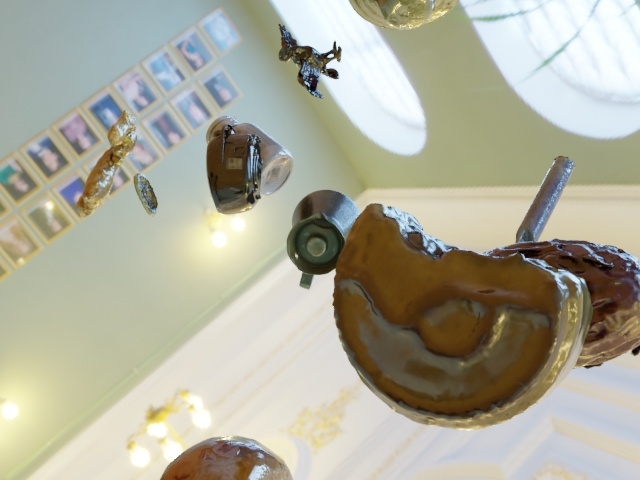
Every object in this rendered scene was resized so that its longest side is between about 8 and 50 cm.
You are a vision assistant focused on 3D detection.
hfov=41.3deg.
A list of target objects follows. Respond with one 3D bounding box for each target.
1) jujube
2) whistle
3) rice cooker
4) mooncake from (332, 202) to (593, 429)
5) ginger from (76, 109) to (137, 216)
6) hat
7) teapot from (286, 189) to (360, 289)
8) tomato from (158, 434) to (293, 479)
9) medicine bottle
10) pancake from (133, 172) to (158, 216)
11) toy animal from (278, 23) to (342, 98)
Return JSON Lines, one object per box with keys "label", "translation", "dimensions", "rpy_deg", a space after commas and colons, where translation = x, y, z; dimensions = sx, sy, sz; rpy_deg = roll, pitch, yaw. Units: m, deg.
{"label": "jujube", "translation": [0.419, 0.127, 1.582], "dimensions": [0.376, 0.258, 0.258], "rpy_deg": [-10, -155, 17]}
{"label": "whistle", "translation": [0.568, -0.089, 2.168], "dimensions": [0.062, 0.062, 0.304], "rpy_deg": [-9, -138, 55]}
{"label": "rice cooker", "translation": [-0.193, -0.157, 1.901], "dimensions": [0.118, 0.203, 0.142], "rpy_deg": [-2, 170, 7]}
{"label": "mooncake", "translation": [0.224, 0.101, 1.359], "dimensions": [0.394, 0.393, 0.246], "rpy_deg": [-23, 164, 24]}
{"label": "ginger", "translation": [-0.380, -0.144, 1.548], "dimensions": [0.193, 0.052, 0.176], "rpy_deg": [-52, -170, 47]}
{"label": "hat", "translation": [0.173, -0.482, 1.692], "dimensions": [0.252, 0.252, 0.110], "rpy_deg": [-24, -131, 32]}
{"label": "teapot", "translation": [0.000, 0.000, 1.935], "dimensions": [0.225, 0.171, 0.203], "rpy_deg": [-62, 168, -72]}
{"label": "tomato", "translation": [-0.116, 0.322, 1.039], "dimensions": [0.180, 0.155, 0.214], "rpy_deg": [13, -156, 26]}
{"label": "medicine bottle", "translation": [-0.180, -0.213, 2.069], "dimensions": [0.135, 0.135, 0.215], "rpy_deg": [-41, -120, -18]}
{"label": "pancake", "translation": [-0.384, -0.103, 1.869], "dimensions": [0.017, 0.108, 0.108], "rpy_deg": [-17, -160, 7]}
{"label": "toy animal", "translation": [-0.017, -0.292, 1.379], "dimensions": [0.107, 0.062, 0.220], "rpy_deg": [-6, -137, -19]}
